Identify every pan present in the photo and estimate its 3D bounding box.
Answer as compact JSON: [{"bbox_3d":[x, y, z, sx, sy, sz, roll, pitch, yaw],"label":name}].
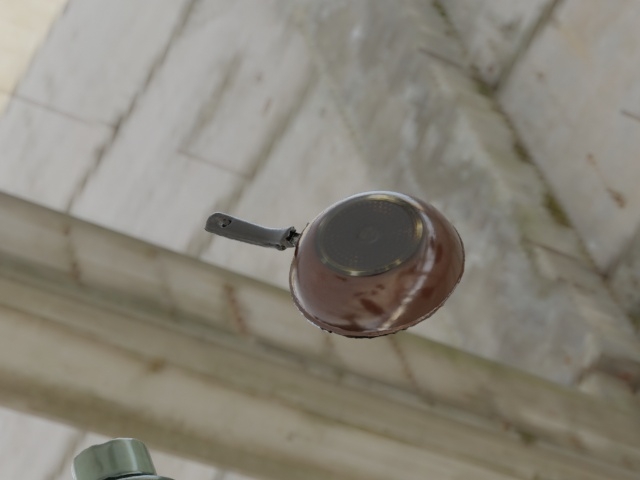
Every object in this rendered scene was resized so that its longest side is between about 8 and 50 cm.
[{"bbox_3d":[0.000,0.000,0.743,0.115,0.023,0.068,15,-126,30],"label":"pan"}]

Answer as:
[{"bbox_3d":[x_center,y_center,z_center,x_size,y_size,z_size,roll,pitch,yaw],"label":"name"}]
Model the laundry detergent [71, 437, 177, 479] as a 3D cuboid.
[{"bbox_3d":[-0.025,0.147,0.506,0.063,0.137,0.211,-34,-128,15],"label":"laundry detergent"}]
